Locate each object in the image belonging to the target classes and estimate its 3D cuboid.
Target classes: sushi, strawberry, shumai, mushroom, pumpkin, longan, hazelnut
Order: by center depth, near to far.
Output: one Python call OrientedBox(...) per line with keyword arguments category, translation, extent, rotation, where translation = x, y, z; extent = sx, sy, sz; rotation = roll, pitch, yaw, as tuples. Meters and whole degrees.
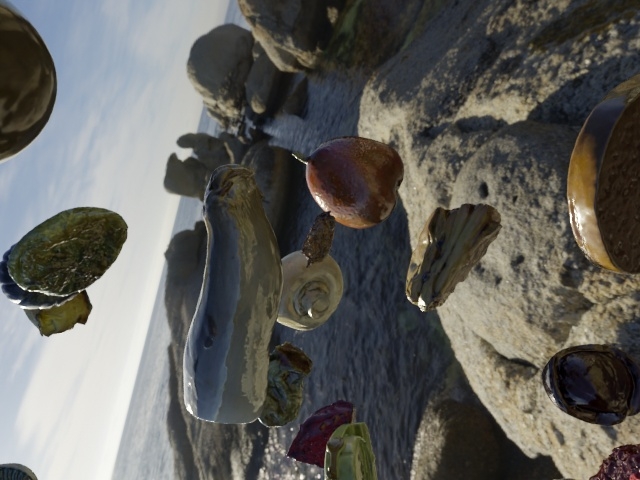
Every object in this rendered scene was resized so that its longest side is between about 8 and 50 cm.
OrientedBox(category="mushroom", translation=(-0.137, 0.087, 0.636), extent=(0.177, 0.126, 0.397), rotation=(30, 113, 44))
OrientedBox(category="strawberry", translation=(0.557, 0.439, 0.741), extent=(0.174, 0.228, 0.098), rotation=(-44, 50, -15))
OrientedBox(category="longan", translation=(-0.705, -0.309, 0.779), extent=(0.361, 0.360, 0.361), rotation=(-166, 90, -70))
OrientedBox(category="sushi", translation=(-0.004, -0.001, 0.796), extent=(0.060, 0.061, 0.118), rotation=(57, -141, -72))
OrientedBox(category="hazelnut", translation=(0.619, 0.320, 0.941), extent=(0.201, 0.160, 0.170), rotation=(-27, 80, 16))
OrientedBox(category="mushroom", translation=(-0.040, 0.151, 1.188), extent=(0.202, 0.246, 0.246), rotation=(41, 115, 60))
OrientedBox(category="pumpkin", translation=(-0.810, 0.095, 1.206), extent=(0.161, 0.220, 0.221), rotation=(1, 77, 49))
OrientedBox(category="shumai", translation=(-0.102, 0.440, 1.285), extent=(0.225, 0.221, 0.261), rotation=(63, -175, 25))

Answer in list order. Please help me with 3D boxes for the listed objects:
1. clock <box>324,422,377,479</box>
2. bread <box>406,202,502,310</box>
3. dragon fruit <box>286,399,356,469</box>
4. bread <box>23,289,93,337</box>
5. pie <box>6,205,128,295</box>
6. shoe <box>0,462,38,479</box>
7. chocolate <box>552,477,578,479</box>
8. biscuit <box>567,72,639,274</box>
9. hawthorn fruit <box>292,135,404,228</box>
OrientedBox(category="clock", translation=(0.088, 0.694, 1.219), extent=(0.308, 0.096, 0.235), rotation=(21, -122, -69))
OrientedBox(category="bread", translation=(0.399, 0.035, 1.299), extent=(0.191, 0.314, 0.370), rotation=(35, 102, 23))
OrientedBox(category="dragon fruit", translation=(0.073, 0.866, 1.790), extent=(0.240, 0.302, 0.330), rotation=(17, 73, 56))
OrientedBox(category="bread", translation=(-0.900, 0.196, 1.378), extent=(0.133, 0.174, 0.252), rotation=(-22, 94, 38))
OrientedBox(category="pie", translation=(-0.607, 0.029, 1.018), extent=(0.277, 0.078, 0.277), rotation=(-48, -14, -16))
OrientedBox(category="shoe", translation=(-0.503, 0.377, 0.620), extent=(0.071, 0.142, 0.064), rotation=(176, 110, -80))
OrientedBox(category="chocolate", translation=(0.574, 0.555, 0.881), extent=(0.167, 0.072, 0.072), rotation=(-21, 56, 47))
OrientedBox(category="biscuit", translation=(0.545, -0.101, 0.662), extent=(0.070, 0.394, 0.351), rotation=(22, 129, 65))
OrientedBox(category="hawthorn fruit", translation=(0.056, -0.141, 0.884), extent=(0.199, 0.251, 0.199), rotation=(-54, 22, 34))
